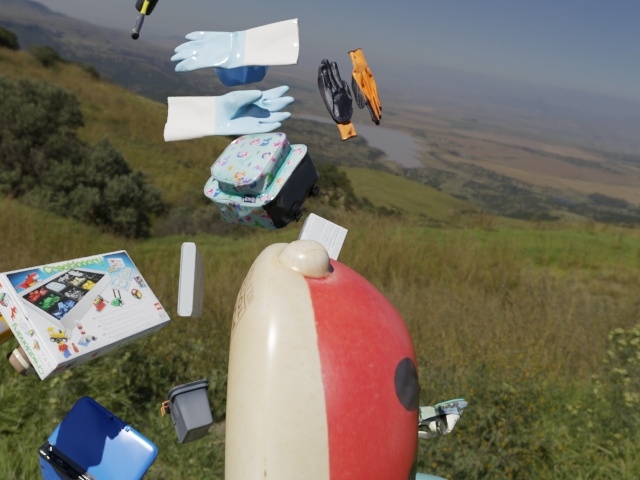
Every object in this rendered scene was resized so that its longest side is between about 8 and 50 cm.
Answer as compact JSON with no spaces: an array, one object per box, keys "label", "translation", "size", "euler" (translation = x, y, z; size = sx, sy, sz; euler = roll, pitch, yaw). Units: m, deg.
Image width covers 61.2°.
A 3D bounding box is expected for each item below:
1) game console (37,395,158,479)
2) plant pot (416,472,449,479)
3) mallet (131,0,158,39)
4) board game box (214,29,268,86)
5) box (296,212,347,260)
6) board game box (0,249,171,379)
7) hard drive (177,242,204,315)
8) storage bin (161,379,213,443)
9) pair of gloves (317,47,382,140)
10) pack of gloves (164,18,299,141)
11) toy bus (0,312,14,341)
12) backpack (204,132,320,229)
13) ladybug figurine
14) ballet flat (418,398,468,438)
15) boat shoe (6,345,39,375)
[{"label":"game console","translation":[-0.629,0.638,1.537],"size":[0.293,0.250,0.173],"euler":[29,39,15]},{"label":"plant pot","translation":[0.276,0.748,1.403],"size":[0.235,0.292,0.293],"euler":[-2,17,2]},{"label":"mallet","translation":[-0.379,-0.469,1.139],"size":[0.039,0.062,0.189],"euler":[26,46,-29]},{"label":"board game box","translation":[-0.208,-0.473,1.396],"size":[0.169,0.133,0.033],"euler":[-21,37,-30]},{"label":"box","translation":[0.000,0.000,1.772],"size":[0.137,0.126,0.072],"euler":[25,-21,-10]},{"label":"board game box","translation":[-0.448,0.127,1.048],"size":[0.193,0.053,0.305],"euler":[54,22,8]},{"label":"hard drive","translation":[-0.443,0.149,1.876],"size":[0.047,0.232,0.353],"euler":[2,-9,-7]},{"label":"storage bin","translation":[-0.280,0.368,1.143],"size":[0.098,0.135,0.091],"euler":[-8,57,-30]},{"label":"pair of gloves","translation":[0.029,-0.135,0.498],"size":[0.010,0.074,0.083],"euler":[-9,19,42]},{"label":"pack of gloves","translation":[-0.153,-0.268,0.884],"size":[0.232,0.194,0.046],"euler":[-2,-10,14]},{"label":"toy bus","translation":[-0.784,0.201,1.181],"size":[0.130,0.108,0.332],"euler":[54,23,-6]},{"label":"backpack","translation":[-0.163,-0.148,1.349],"size":[0.254,0.191,0.225],"euler":[2,49,38]},{"label":"ladybug figurine","translation":[-0.003,0.205,0.529],"size":[0.162,0.449,0.305],"euler":[2,30,-4]},{"label":"ballet flat","translation":[0.225,0.360,1.076],"size":[0.189,0.070,0.070],"euler":[0,21,-25]},{"label":"boat shoe","translation":[-0.690,0.277,1.344],"size":[0.095,0.095,0.257],"euler":[-40,9,-19]}]
